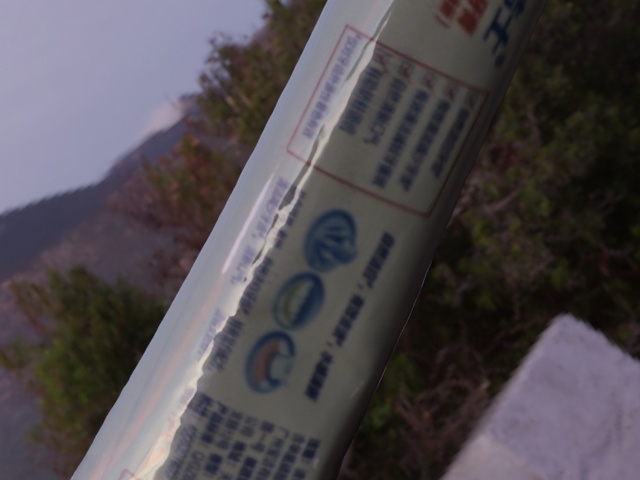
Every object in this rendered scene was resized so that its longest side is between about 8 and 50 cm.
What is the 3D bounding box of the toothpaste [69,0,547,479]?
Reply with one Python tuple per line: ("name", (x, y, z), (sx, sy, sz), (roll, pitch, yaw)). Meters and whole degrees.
("toothpaste", (0.001, 0.000, 0.358), (0.268, 0.069, 0.047), (-65, 18, 12))
